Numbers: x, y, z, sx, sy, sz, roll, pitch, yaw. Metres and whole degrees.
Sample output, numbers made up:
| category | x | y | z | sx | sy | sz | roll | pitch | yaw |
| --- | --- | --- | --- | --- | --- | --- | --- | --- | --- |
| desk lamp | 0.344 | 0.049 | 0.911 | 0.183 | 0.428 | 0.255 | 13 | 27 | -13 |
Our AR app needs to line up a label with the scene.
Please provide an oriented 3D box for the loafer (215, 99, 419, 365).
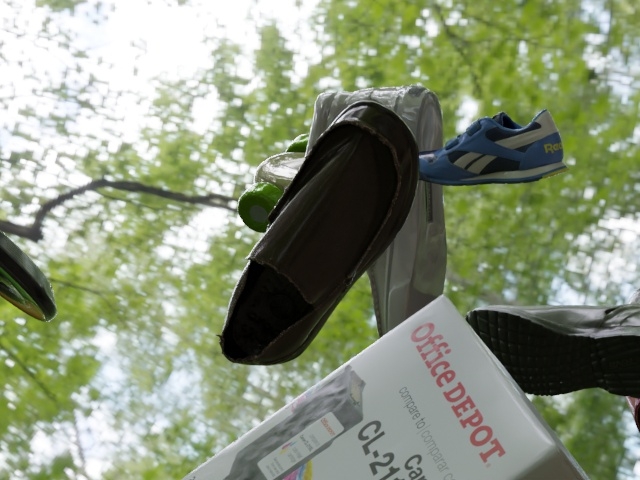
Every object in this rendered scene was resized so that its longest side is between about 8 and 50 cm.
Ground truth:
| category | x | y | z | sx | sy | sz | roll | pitch | yaw |
| --- | --- | --- | --- | --- | --- | --- | --- | --- | --- |
| loafer | -0.004 | 0.008 | 0.707 | 0.220 | 0.080 | 0.078 | -63 | -12 | 24 |

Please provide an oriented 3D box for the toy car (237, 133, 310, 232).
| category | x | y | z | sx | sy | sz | roll | pitch | yaw |
| --- | --- | --- | --- | --- | --- | --- | --- | --- | --- |
| toy car | 0.000 | 0.000 | 1.167 | 0.155 | 0.149 | 0.188 | -53 | -33 | -52 |

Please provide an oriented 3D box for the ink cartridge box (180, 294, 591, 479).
| category | x | y | z | sx | sy | sz | roll | pitch | yaw |
| --- | --- | --- | --- | --- | --- | --- | --- | --- | --- |
| ink cartridge box | 0.010 | 0.114 | 0.371 | 0.175 | 0.127 | 0.072 | -36 | -69 | 3 |

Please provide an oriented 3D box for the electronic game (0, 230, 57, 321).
| category | x | y | z | sx | sy | sz | roll | pitch | yaw |
| --- | --- | --- | --- | --- | --- | --- | --- | --- | --- |
| electronic game | -0.387 | 0.012 | 1.157 | 0.048 | 0.229 | 0.229 | -51 | -50 | -20 |

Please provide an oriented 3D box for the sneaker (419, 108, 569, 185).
| category | x | y | z | sx | sy | sz | roll | pitch | yaw |
| --- | --- | --- | --- | --- | --- | --- | --- | --- | --- |
| sneaker | 0.137 | -0.077 | 0.871 | 0.053 | 0.144 | 0.059 | -24 | -71 | -58 |

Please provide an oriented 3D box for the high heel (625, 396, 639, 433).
| category | x | y | z | sx | sy | sz | roll | pitch | yaw |
| --- | --- | --- | --- | --- | --- | --- | --- | --- | --- |
| high heel | 0.307 | 0.192 | 0.944 | 0.117 | 0.244 | 0.082 | -4 | -59 | -12 |

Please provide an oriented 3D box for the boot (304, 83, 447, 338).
| category | x | y | z | sx | sy | sz | roll | pitch | yaw |
| --- | --- | --- | --- | --- | --- | --- | --- | --- | --- |
| boot | 0.048 | -0.017 | 0.981 | 0.095 | 0.123 | 0.258 | -4 | -83 | -62 |

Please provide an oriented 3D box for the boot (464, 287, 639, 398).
| category | x | y | z | sx | sy | sz | roll | pitch | yaw |
| --- | --- | --- | --- | --- | --- | --- | --- | --- | --- |
| boot | 0.279 | 0.089 | 1.014 | 0.161 | 0.246 | 0.083 | -24 | -71 | -42 |
